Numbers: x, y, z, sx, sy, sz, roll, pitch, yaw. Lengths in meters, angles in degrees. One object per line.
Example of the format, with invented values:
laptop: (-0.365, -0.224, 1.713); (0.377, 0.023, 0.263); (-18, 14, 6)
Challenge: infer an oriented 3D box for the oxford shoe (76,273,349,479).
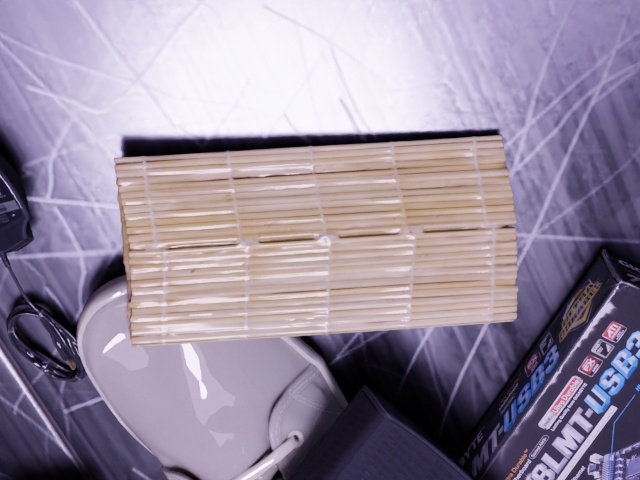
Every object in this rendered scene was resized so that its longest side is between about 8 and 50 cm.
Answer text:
oxford shoe: (-0.032, 0.205, 1.001); (0.169, 0.130, 0.449); (-34, 108, 13)

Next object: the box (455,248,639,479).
box: (0.292, 0.197, 1.039); (0.293, 0.073, 0.296); (26, 109, -11)

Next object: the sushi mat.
sushi mat: (0.000, 0.000, 0.940); (0.316, 0.019, 0.152); (-3, 91, -6)

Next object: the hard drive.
hard drive: (0.079, 0.259, 0.954); (0.255, 0.054, 0.172); (47, 72, -18)

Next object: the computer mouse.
computer mouse: (-0.247, 0.015, 0.966); (0.071, 0.041, 0.242); (-12, 119, 12)
